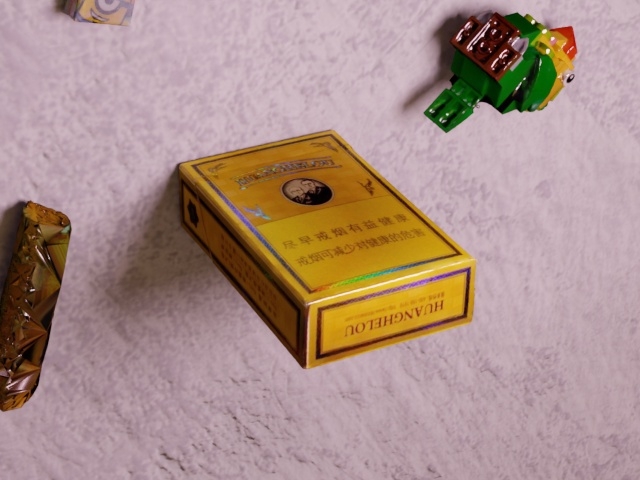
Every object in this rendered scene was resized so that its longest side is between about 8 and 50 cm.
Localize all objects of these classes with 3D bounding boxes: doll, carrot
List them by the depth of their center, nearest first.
[{"bbox_3d":[-0.305,0.069,1.725,0.069,0.069,0.229,3,115,-33],"label":"carrot"},{"bbox_3d":[0.213,-0.188,1.853,0.186,0.106,0.134,-8,131,-47],"label":"doll"}]

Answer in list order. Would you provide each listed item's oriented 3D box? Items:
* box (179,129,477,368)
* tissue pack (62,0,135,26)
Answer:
[{"bbox_3d":[0.000,0.000,1.709,0.193,0.301,0.084,-13,125,-25],"label":"box"},{"bbox_3d":[-0.207,-0.251,1.602,0.063,0.035,0.083,0,118,-32],"label":"tissue pack"}]
